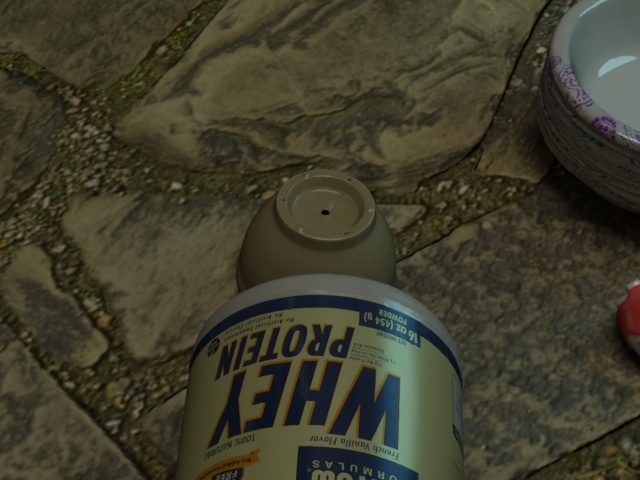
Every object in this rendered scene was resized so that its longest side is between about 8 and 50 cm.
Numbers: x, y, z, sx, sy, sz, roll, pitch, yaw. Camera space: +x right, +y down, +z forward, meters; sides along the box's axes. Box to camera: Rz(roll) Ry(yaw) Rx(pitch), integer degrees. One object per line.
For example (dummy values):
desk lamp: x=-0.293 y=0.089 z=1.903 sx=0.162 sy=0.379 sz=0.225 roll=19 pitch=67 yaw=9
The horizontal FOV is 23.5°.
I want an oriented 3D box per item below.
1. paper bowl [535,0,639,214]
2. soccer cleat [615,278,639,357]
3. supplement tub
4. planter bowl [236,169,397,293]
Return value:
paper bowl: x=0.372 y=-0.135 z=1.649 sx=0.284 sy=0.148 sz=0.284 roll=4 pitch=47 yaw=-4
soccer cleat: x=0.410 y=0.056 z=1.523 sx=0.248 sy=0.083 sz=0.095 roll=-19 pitch=69 yaw=-14
supplement tub: x=-0.002 y=0.214 z=1.220 sx=0.235 sy=0.235 sz=0.325 roll=5 pitch=47 yaw=-2
planter bowl: x=0.000 y=0.000 z=1.506 sx=0.162 sy=0.109 sz=0.162 roll=3 pitch=47 yaw=-3
